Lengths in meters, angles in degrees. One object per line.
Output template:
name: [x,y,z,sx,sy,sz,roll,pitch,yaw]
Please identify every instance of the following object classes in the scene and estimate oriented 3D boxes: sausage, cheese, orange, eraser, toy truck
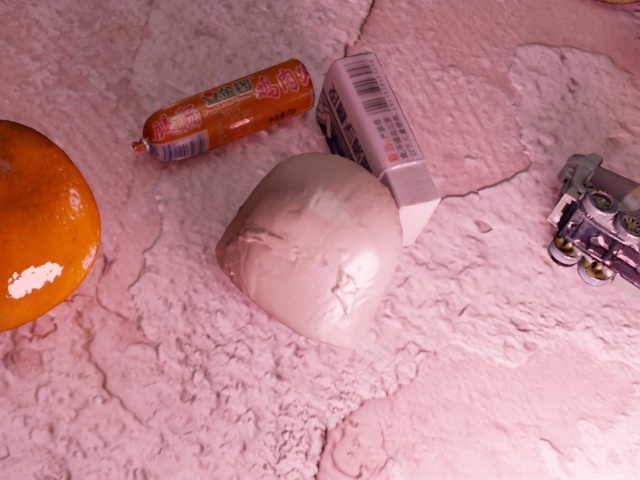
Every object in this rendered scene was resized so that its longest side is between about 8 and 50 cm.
sausage: [-0.120,-0.152,1.187,0.234,0.071,0.071,-25,71,-24]
cheese: [0.000,0.000,1.078,0.198,0.189,0.154,33,37,4]
orange: [-0.347,-0.013,0.999,0.240,0.171,0.240,21,47,-24]
eraser: [0.066,-0.105,1.174,0.067,0.124,0.210,-14,67,-20]
toy truck: [0.397,-0.003,1.210,0.256,0.108,0.140,34,47,9]

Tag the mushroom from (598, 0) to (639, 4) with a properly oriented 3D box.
mushroom: [0.479,-0.484,1.434,0.292,0.212,0.217,-20,64,-30]
